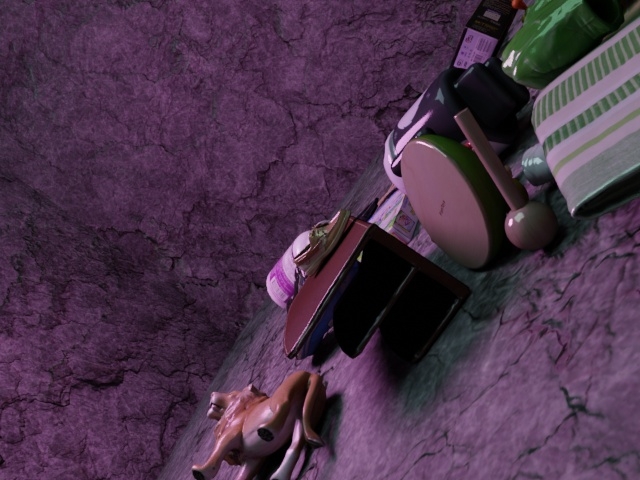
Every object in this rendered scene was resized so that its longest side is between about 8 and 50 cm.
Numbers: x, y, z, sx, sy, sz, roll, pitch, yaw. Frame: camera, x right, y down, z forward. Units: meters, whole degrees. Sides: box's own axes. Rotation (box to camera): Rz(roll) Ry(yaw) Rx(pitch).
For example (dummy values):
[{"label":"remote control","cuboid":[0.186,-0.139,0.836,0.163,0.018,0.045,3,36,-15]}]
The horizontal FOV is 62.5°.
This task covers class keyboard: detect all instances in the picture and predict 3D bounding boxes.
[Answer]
[{"label":"keyboard","cuboid":[0.096,-0.022,1.856,0.201,0.033,0.317,-50,1,-32]}]

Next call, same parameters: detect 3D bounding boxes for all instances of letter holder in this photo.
[{"label":"letter holder","cuboid":[0.059,0.095,0.795,0.214,0.152,0.302,-56,5,2]}]

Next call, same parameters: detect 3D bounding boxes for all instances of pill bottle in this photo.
[{"label":"pill bottle","cuboid":[-0.032,0.076,1.603,0.301,0.169,0.169,-49,7,42]}]

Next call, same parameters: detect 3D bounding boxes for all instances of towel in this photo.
[{"label":"towel","cuboid":[0.312,-0.153,0.472,0.248,0.038,0.325,-37,14,27]}]

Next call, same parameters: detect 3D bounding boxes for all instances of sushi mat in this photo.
[{"label":"sushi mat","cuboid":[0.220,-0.167,1.379,0.151,0.019,0.316,-45,-3,-5]}]

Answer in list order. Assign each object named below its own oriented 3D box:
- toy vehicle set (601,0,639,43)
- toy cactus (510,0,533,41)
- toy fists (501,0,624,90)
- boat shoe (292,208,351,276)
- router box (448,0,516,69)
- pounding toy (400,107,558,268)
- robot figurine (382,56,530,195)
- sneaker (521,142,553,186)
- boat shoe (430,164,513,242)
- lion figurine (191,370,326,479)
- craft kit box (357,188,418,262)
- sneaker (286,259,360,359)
[{"label":"toy vehicle set","cuboid":[0.406,-0.289,0.752,0.166,0.035,0.267,-48,8,48]},{"label":"toy cactus","cuboid":[0.454,-0.440,1.037,0.219,0.112,0.180,-35,28,50]},{"label":"toy fists","cuboid":[0.338,-0.299,0.717,0.142,0.096,0.279,-36,16,53]},{"label":"boat shoe","cuboid":[0.000,0.000,0.822,0.135,0.045,0.050,-56,6,29]},{"label":"router box","cuboid":[0.365,-0.421,1.257,0.243,0.081,0.309,-57,-12,-33]},{"label":"pounding toy","cuboid":[0.203,-0.071,0.649,0.110,0.183,0.237,-29,1,-11]},{"label":"robot figurine","cuboid":[0.228,-0.190,0.935,0.278,0.209,0.173,-48,38,48]},{"label":"sneaker","cuboid":[0.300,-0.129,0.648,0.061,0.054,0.152,-19,34,53]},{"label":"boat shoe","cuboid":[0.229,-0.043,0.771,0.153,0.048,0.056,-47,-6,5]},{"label":"lion figurine","cuboid":[-0.083,0.312,0.911,0.392,0.142,0.240,-32,10,37]},{"label":"craft kit box","cuboid":[0.145,-0.015,1.241,0.250,0.061,0.246,-50,4,42]},{"label":"sneaker","cuboid":[0.014,0.147,1.093,0.330,0.147,0.129,107,155,-52]}]
